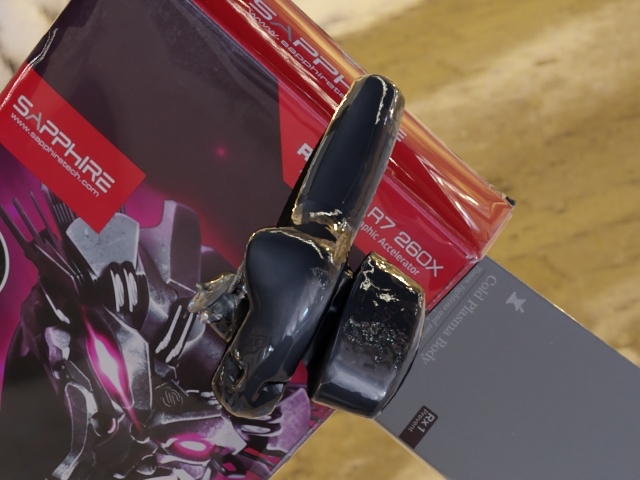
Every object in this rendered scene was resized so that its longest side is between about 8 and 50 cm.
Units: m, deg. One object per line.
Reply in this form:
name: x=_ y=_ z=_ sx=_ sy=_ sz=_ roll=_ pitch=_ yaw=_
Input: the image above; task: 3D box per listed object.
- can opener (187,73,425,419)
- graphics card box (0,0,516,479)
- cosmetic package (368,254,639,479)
can opener: x=0.000 y=0.000 z=0.625 sx=0.059 sy=0.073 sz=0.186 roll=-49 pitch=15 yaw=31
graphics card box: x=-0.108 y=0.044 z=0.893 sx=0.371 sy=0.233 sz=0.094 roll=-47 pitch=-1 yaw=24
cosmetic package: x=0.133 y=0.114 z=1.030 sx=0.238 sy=0.107 sz=0.127 roll=35 pitch=85 yaw=25
